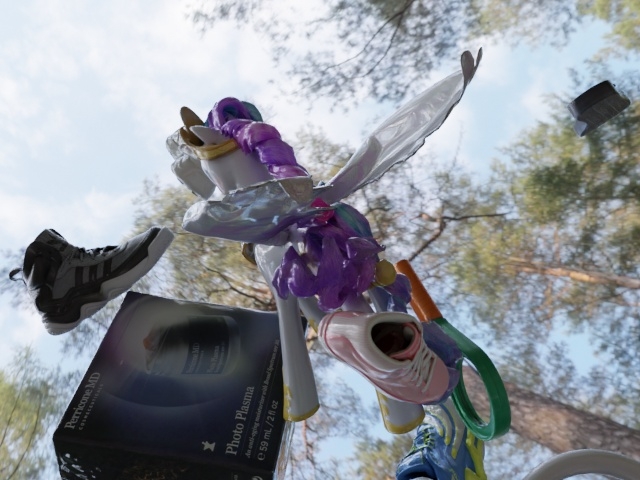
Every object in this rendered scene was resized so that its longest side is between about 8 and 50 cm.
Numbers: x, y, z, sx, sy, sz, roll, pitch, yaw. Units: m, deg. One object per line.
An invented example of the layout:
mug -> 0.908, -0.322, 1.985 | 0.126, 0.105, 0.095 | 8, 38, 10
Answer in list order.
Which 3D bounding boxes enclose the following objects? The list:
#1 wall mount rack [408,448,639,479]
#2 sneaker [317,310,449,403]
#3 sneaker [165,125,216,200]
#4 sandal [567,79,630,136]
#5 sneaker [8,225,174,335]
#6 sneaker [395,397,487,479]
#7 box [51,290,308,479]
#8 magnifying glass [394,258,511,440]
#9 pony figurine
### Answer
wall mount rack -> 0.120, 0.303, 0.398 | 0.304, 0.130, 0.350 | 34, -108, 11
sneaker -> 0.067, 0.094, 0.594 | 0.134, 0.070, 0.050 | 32, -115, -27
sneaker -> -0.169, -0.143, 1.158 | 0.115, 0.232, 0.090 | -43, -62, 5
sandal -> 0.448, -0.226, 1.220 | 0.097, 0.254, 0.054 | -34, -103, 17
sneaker -> -0.374, 0.028, 1.200 | 0.269, 0.101, 0.153 | -36, -77, 10
sneaker -> 0.149, 0.271, 0.935 | 0.091, 0.240, 0.126 | -30, -55, 18
box -> -0.186, 0.246, 1.096 | 0.294, 0.296, 0.182 | 7, -53, 4
magnifying glass -> 0.134, 0.108, 0.796 | 0.026, 0.231, 0.092 | -15, -43, -17
pony figurine -> 0.000, 0.000, 0.725 | 0.303, 0.351, 0.363 | -29, -81, -33
